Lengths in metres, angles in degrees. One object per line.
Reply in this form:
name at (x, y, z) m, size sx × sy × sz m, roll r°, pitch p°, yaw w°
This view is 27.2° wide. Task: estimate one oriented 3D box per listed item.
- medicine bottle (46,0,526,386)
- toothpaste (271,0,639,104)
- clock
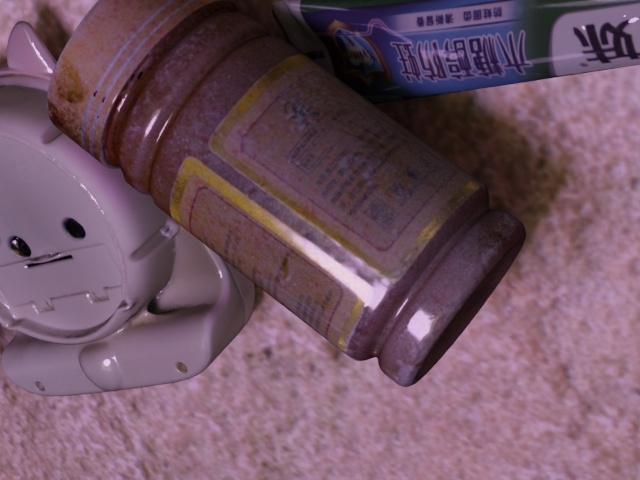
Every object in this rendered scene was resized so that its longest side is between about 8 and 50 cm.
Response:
medicine bottle at (-0.024, -0.048, 0.931) m, size 0.322 × 0.151 × 0.151 m, roll 38°, pitch 134°, yaw 12°
toothpaste at (0.134, -0.138, 0.851) m, size 0.392 × 0.061 × 0.098 m, roll -3°, pitch 129°, yaw 38°
clock at (-0.226, -0.022, 1.129) m, size 0.265 × 0.108 × 0.324 m, roll -12°, pitch 115°, yaw 38°
